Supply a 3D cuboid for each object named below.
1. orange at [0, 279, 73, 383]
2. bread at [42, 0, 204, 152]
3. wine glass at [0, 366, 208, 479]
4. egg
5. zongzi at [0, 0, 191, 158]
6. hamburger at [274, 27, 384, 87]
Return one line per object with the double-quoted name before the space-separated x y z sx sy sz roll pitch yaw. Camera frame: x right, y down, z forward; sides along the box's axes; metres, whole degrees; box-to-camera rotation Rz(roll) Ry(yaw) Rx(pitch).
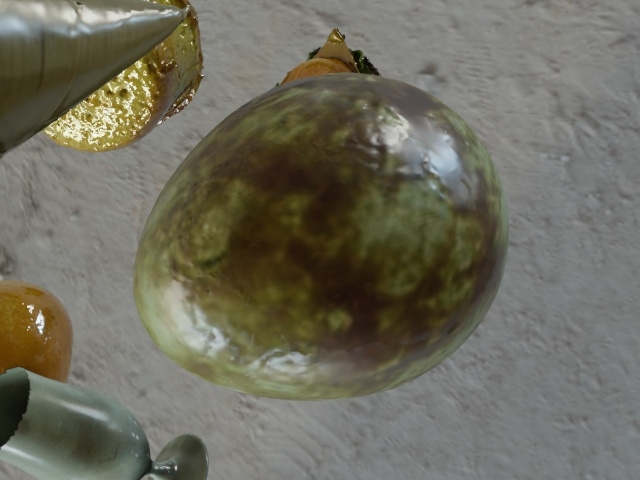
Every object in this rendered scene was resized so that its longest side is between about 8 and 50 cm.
"orange" -0.319 0.118 1.088 0.136 0.159 0.159 6 98 -16
"bread" -0.235 -0.209 1.371 0.147 0.160 0.260 36 125 -5
"wine glass" -0.201 0.182 0.963 0.202 0.093 0.093 34 88 -36
"egg" 0.000 0.000 0.797 0.289 0.238 0.238 -15 104 -29
"zongzi" -0.249 -0.049 0.511 0.300 0.273 0.145 -23 100 -42
"hamburger" 0.014 -0.119 1.143 0.093 0.164 0.190 15 57 -43
